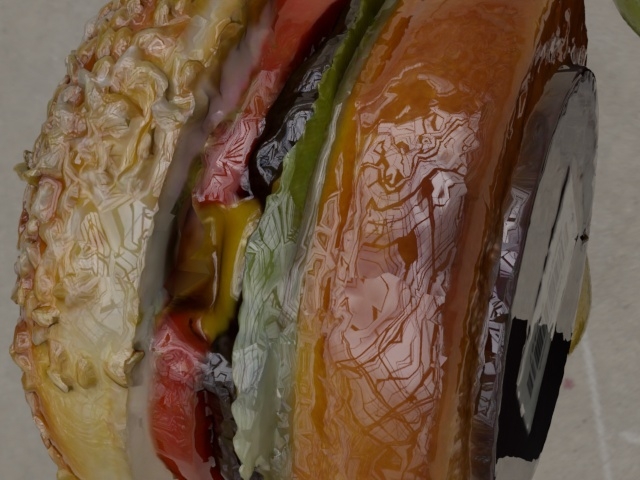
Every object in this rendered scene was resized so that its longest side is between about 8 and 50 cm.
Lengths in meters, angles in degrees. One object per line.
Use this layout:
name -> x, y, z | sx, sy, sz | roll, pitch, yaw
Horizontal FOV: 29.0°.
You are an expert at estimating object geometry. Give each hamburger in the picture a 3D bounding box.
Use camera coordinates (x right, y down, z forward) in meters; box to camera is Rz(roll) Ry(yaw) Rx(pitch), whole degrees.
hamburger -> 0.000, 0.000, 0.641 | 0.250, 0.330, 0.330 | 10, 98, 19

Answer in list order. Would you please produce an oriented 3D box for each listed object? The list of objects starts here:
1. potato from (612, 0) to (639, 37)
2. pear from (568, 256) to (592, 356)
potato -> 0.303, -0.226, 0.825 | 0.148, 0.228, 0.197 | 35, 150, 12
pear -> 0.173, 0.031, 1.502 | 0.314, 0.314, 0.314 | 2, 95, 31
